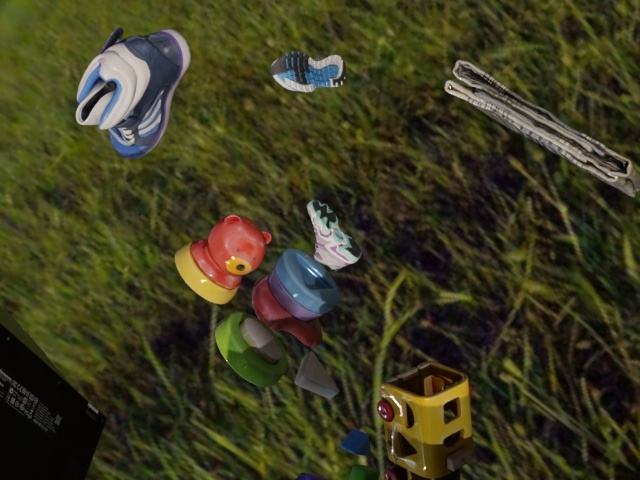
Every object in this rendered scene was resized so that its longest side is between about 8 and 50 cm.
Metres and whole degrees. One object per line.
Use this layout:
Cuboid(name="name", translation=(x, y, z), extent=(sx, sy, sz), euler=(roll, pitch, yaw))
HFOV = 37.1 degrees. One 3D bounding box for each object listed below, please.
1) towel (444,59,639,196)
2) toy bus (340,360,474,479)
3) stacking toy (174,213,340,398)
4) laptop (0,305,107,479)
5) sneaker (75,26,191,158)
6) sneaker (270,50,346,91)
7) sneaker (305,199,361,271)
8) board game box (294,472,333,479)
Cuboid(name="towel", translation=(0.356, -0.163, 1.497), extent=(0.056, 0.312, 0.324), euler=(-57, -19, 10))
Cuboid(name="toy bus", translation=(0.146, 0.261, 1.228), extent=(0.104, 0.202, 0.191), euler=(15, 74, 51))
Cuboid(name="stacking toy", translation=(-0.060, 0.100, 1.557), extent=(0.130, 0.309, 0.279), euler=(-44, 50, 22))
Cuboid(name="laptop", translation=(-0.460, 0.182, 1.162), extent=(0.236, 0.382, 0.408), euler=(1, 57, 21))
Cuboid(name="sneaker", translation=(-0.381, -0.242, 1.752), extent=(0.236, 0.130, 0.323), euler=(-38, -11, -46))
Cuboid(name="sneaker", translation=(-0.037, -0.295, 1.706), extent=(0.083, 0.191, 0.071), euler=(-3, 94, 36))
Cuboid(name="sneaker", translation=(0.000, 0.000, 1.240), extent=(0.069, 0.098, 0.038), euler=(-35, 3, 39))
Cuboid(name="board game box", translation=(0.060, 0.493, 0.896), extent=(0.356, 0.356, 0.356), euler=(-29, -52, -66))
